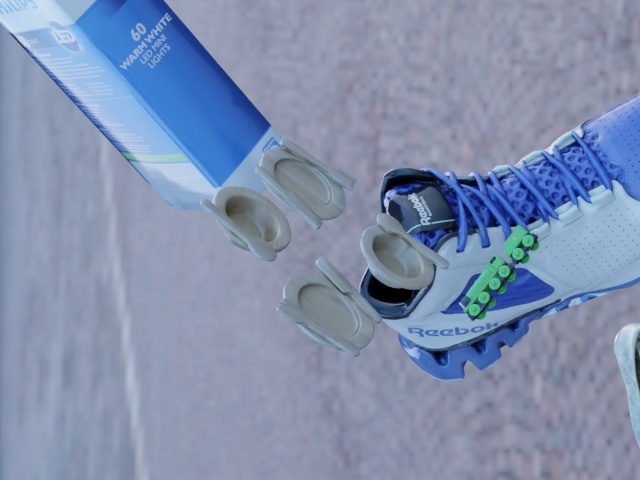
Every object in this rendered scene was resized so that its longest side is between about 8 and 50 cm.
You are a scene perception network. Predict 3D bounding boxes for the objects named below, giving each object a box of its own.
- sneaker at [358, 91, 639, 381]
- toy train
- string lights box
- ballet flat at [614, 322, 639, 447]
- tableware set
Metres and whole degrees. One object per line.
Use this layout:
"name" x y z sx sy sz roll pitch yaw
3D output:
"sneaker" 0.153 -0.011 1.542 0.315 0.182 0.127 -38 54 18
"toy train" 0.135 0.025 1.461 0.024 0.017 0.083 40 94 33
"string lights box" -0.154 -0.137 1.592 0.077 0.259 0.133 -51 27 -20
"ballet flat" 0.336 0.162 1.910 0.052 0.057 0.168 -33 75 65
"tableware set" 0.000 0.000 1.219 0.020 0.141 0.169 -53 -8 34
